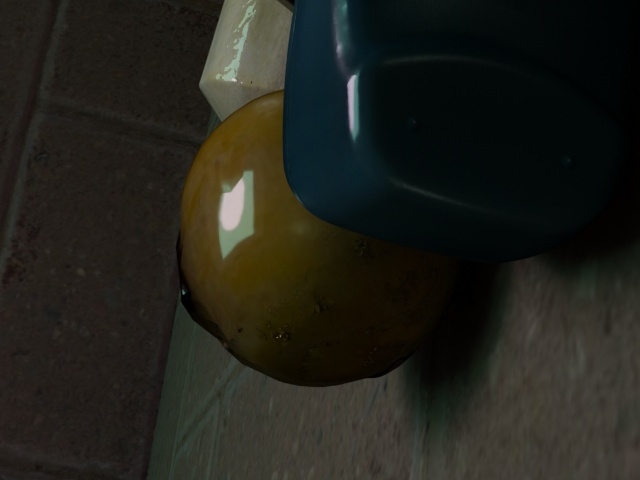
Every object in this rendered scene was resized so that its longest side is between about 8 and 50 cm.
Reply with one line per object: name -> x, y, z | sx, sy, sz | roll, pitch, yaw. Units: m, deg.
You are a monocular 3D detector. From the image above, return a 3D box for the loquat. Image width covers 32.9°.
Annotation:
loquat -> 0.000, 0.000, 0.841 | 0.235, 0.235, 0.235 | -167, 90, -78

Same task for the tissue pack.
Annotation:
tissue pack -> 0.083, -0.135, 0.666 | 0.206, 0.198, 0.287 | 165, 115, -74

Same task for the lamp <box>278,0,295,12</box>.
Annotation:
lamp -> 0.047, -0.292, 1.013 | 0.124, 0.203, 0.283 | -65, 5, -19

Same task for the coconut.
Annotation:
coconut -> -0.038, -0.198, 1.288 | 0.202, 0.202, 0.222 | -167, 93, -78
